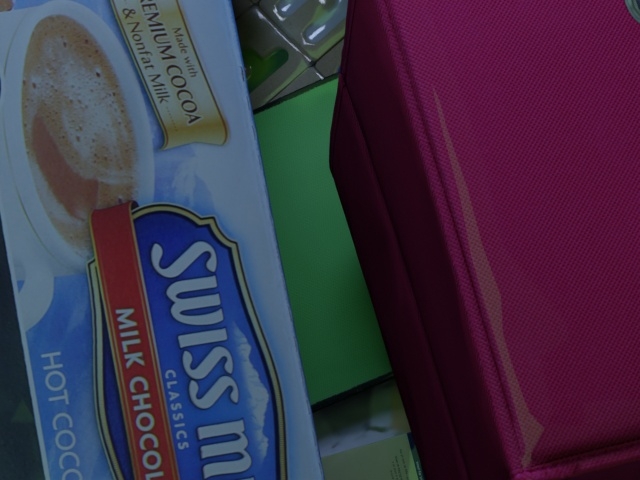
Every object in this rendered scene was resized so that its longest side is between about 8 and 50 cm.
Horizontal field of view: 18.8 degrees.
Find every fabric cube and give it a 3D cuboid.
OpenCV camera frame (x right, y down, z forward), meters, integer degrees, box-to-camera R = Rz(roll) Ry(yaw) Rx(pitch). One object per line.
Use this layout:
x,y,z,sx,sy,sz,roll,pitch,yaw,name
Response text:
0.160,0.001,0.940,0.254,0.259,0.258,-12,69,-7,fabric cube

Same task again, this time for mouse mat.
0.000,0.000,1.124,0.153,0.007,0.189,-23,68,5,mouse mat

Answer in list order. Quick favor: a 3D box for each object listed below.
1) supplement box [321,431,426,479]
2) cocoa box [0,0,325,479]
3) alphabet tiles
0.029,0.157,1.051,0.083,0.056,0.083,-17,69,7,supplement box
-0.138,0.060,0.977,0.228,0.231,0.347,-9,78,-12,cocoa box
-0.065,-0.087,1.177,0.342,0.011,0.285,-41,69,-2,alphabet tiles
